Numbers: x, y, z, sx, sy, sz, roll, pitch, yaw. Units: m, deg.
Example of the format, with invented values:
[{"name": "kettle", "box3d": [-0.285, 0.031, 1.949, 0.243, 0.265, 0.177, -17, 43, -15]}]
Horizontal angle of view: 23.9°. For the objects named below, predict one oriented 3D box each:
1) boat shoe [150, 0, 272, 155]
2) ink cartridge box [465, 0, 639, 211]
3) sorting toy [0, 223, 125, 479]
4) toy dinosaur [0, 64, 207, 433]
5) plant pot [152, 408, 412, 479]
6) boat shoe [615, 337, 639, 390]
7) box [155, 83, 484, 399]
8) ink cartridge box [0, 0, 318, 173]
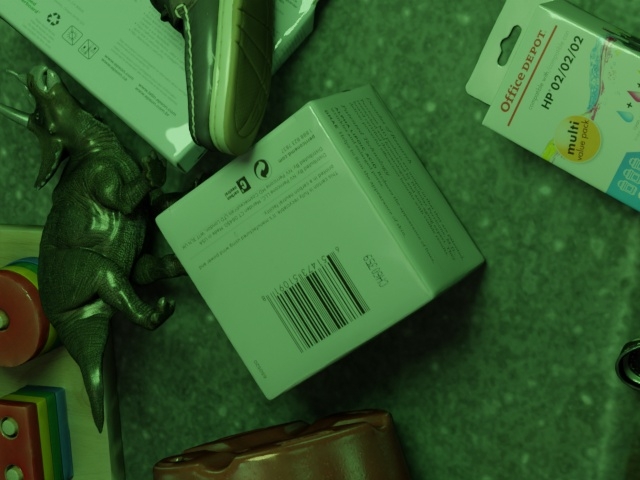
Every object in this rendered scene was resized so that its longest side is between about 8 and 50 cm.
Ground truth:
[{"name": "boat shoe", "box3d": [-0.090, -0.201, 1.171, 0.092, 0.103, 0.285, -2, 77, 12]}, {"name": "ink cartridge box", "box3d": [0.195, -0.110, 1.130, 0.181, 0.061, 0.104, 31, 113, 17]}, {"name": "sorting toy", "box3d": [-0.326, 0.117, 1.420, 0.257, 0.089, 0.255, 2, 103, 25]}, {"name": "toy dinosaur", "box3d": [-0.188, 0.004, 1.305, 0.160, 0.121, 0.313, -2, 89, 31]}, {"name": "plant pot", "box3d": [-0.012, 0.286, 1.228, 0.272, 0.272, 0.265, -14, 89, 28]}, {"name": "boat shoe", "box3d": [0.291, 0.096, 1.147, 0.133, 0.042, 0.048, -1, 100, 24]}, {"name": "box", "box3d": [0.000, 0.000, 1.218, 0.181, 0.119, 0.182, -35, 86, 28]}, {"name": "ink cartridge box", "box3d": [-0.122, -0.208, 1.247, 0.223, 0.045, 0.224, 41, 88, 12]}]
